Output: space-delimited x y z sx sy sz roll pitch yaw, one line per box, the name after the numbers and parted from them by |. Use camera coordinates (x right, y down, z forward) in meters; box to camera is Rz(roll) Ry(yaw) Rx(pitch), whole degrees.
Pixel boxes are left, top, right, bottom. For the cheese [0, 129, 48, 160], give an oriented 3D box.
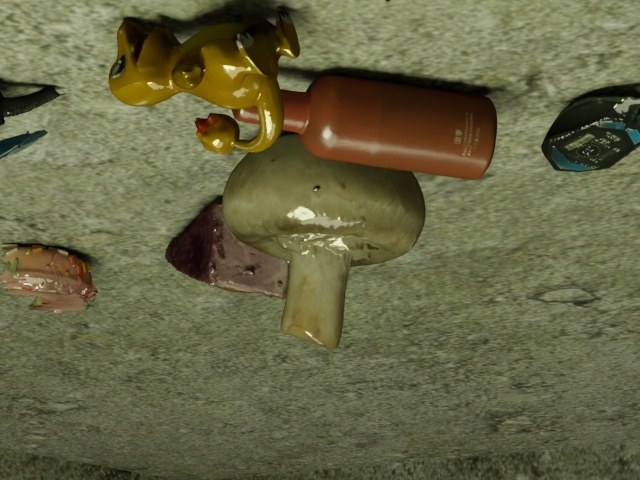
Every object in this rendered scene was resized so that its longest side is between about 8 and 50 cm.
-0.369 -0.076 1.915 0.135 0.052 0.244 -35 -161 -30 | cheese

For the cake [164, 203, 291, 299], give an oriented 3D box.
-0.106 0.008 2.279 0.116 0.113 0.295 9 177 -15 | cake

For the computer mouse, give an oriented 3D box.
0.263 -0.109 1.814 0.079 0.047 0.135 21 146 -34 | computer mouse

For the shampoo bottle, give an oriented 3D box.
0.039 -0.111 1.781 0.244 0.085 0.085 8 164 -13 | shampoo bottle

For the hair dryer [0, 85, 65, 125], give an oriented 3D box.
-0.378 -0.114 1.852 0.271 0.091 0.235 -1 174 -1 | hair dryer

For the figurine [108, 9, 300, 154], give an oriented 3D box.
-0.102 -0.131 1.652 0.176 0.122 0.121 3 -155 31 | figurine

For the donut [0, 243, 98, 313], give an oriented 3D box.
-0.340 0.050 2.473 0.117 0.065 0.166 2 166 9 | donut

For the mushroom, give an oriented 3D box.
0.000 0.000 1.946 0.207 0.215 0.207 6 172 1 | mushroom
